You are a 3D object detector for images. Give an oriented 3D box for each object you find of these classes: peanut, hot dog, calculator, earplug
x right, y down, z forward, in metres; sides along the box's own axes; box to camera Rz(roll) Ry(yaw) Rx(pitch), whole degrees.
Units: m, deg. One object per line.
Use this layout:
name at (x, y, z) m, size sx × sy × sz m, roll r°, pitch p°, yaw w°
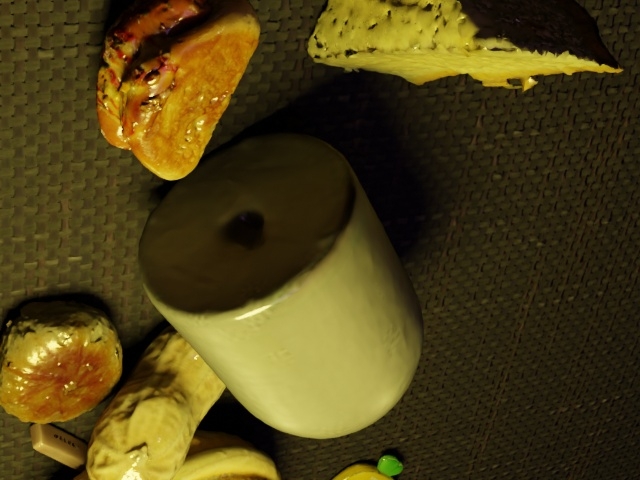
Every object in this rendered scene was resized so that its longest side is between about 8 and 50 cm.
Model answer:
peanut at (-0.227, 0.235, 1.859) m, size 0.325 × 0.140 × 0.153 m, roll -59°, pitch 174°, yaw -25°
hot dog at (-0.191, -0.202, 1.557) m, size 0.153 × 0.150 × 0.257 m, roll 4°, pitch 126°, yaw -42°
calculator at (0.058, 0.471, 2.349) m, size 0.235 × 0.032 × 0.146 m, roll -44°, pitch 135°, yaw 13°
earplug at (-0.021, 0.090, 1.764) m, size 0.312 × 0.313 × 0.394 m, roll -34°, pitch 132°, yaw 1°

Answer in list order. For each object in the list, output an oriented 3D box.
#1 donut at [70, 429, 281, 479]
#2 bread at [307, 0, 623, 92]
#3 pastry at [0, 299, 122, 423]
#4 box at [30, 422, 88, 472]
donut at (-0.258, 0.471, 2.031) m, size 0.448 × 0.198 × 0.449 m, roll -22°, pitch 145°, yaw -17°
bread at (0.169, -0.236, 1.624) m, size 0.248 × 0.315 × 0.279 m, roll 10°, pitch 131°, yaw -33°
pastry at (-0.370, 0.177, 1.816) m, size 0.182 × 0.093 × 0.193 m, roll -2°, pitch 127°, yaw -31°
box at (-0.394, 0.314, 1.950) m, size 0.025 × 0.048 × 0.115 m, roll -37°, pitch 135°, yaw 14°
